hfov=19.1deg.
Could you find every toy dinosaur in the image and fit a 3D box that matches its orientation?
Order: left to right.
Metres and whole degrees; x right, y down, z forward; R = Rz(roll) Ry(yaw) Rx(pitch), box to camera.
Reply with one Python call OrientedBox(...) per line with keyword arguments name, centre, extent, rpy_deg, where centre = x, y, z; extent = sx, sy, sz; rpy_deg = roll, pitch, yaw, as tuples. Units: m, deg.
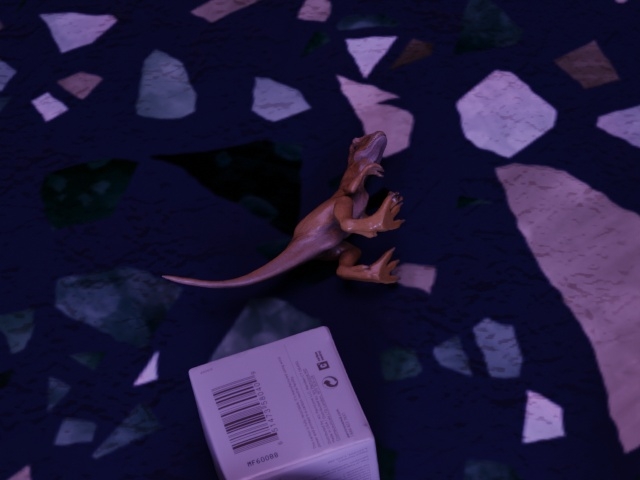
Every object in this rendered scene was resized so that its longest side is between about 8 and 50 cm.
OrientedBox(name="toy dinosaur", centre=(0.000, 0.000, 1.388), extent=(0.112, 0.064, 0.211), rpy_deg=(12, 41, 38))

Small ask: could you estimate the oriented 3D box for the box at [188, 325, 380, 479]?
OrientedBox(name="box", centre=(-0.022, 0.131, 1.253), extent=(0.102, 0.087, 0.101), rpy_deg=(-17, 51, -8))
